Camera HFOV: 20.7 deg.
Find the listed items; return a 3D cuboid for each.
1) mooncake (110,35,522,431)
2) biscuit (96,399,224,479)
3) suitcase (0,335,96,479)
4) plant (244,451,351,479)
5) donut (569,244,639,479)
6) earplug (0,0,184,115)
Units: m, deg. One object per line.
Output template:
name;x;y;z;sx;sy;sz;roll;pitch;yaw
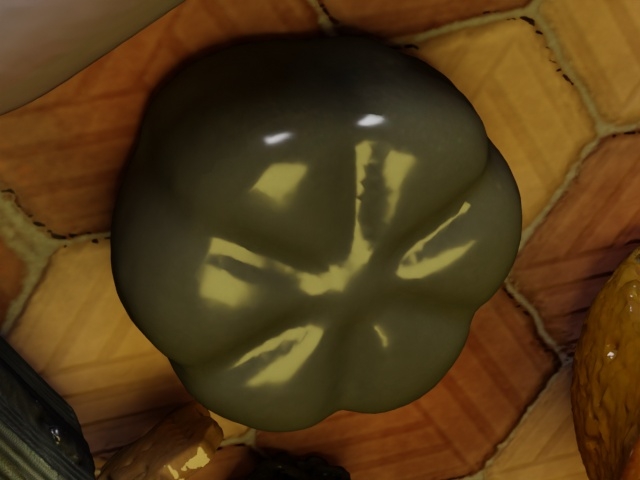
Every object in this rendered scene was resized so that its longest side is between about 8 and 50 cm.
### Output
mooncake;0.000;0.000;1.116;0.275;0.135;0.275;-11;129;-14
biscuit;-0.144;0.179;1.221;0.184;0.133;0.027;-38;107;5
suitcase;-0.286;0.117;1.102;0.202;0.128;0.312;-30;134;6
plant;-0.043;0.292;1.345;0.142;0.164;0.256;4;113;-30
donut;0.387;0.121;1.368;0.435;0.163;0.377;-17;136;-11
earplug;-0.153;-0.150;0.905;0.301;0.172;0.172;-34;134;16
